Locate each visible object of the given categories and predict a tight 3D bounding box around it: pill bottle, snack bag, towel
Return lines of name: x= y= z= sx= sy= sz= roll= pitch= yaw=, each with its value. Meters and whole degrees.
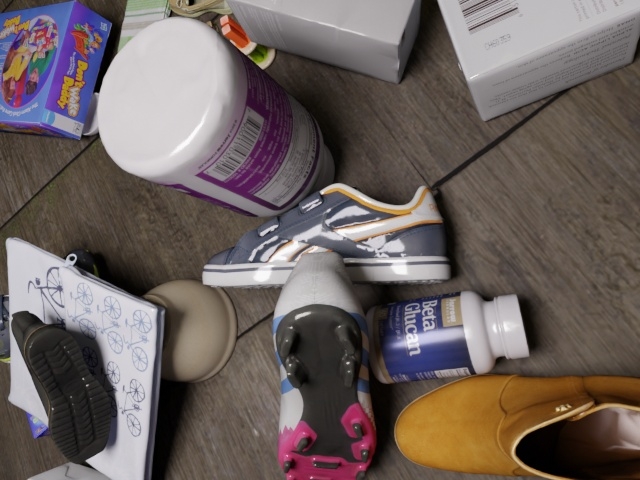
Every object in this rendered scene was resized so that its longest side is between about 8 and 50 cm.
pill bottle: x=-0.098 y=-0.121 z=0.615 sx=0.170 sy=0.302 sz=0.169 roll=-5 pitch=79 yaw=24
snack bag: x=-0.365 y=0.177 z=0.732 sx=0.343 sy=0.037 sz=0.322 roll=21 pitch=112 yaw=25
pill bottle: x=0.144 y=0.108 z=0.572 sx=0.170 sy=0.094 sz=0.094 roll=-13 pitch=75 yaw=21
towel: x=-0.325 y=-0.425 z=0.941 sx=0.113 sy=0.023 sz=0.151 roll=10 pitch=87 yaw=29

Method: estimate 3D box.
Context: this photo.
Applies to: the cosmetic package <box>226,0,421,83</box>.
cosmetic package: x=0.010 y=-0.304 z=0.664 sx=0.238 sy=0.127 sz=0.107 roll=17 pitch=88 yaw=8

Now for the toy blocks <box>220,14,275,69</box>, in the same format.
toy blocks: x=-0.116 y=-0.346 z=0.752 sx=0.054 sy=0.148 sz=0.123 roll=17 pitch=88 yaw=28

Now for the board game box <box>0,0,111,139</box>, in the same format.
board game box: x=-0.581 y=-0.333 z=0.993 sx=0.347 sy=0.078 sz=0.233 roll=12 pitch=86 yaw=33

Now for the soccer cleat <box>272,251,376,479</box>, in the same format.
soccer cleat: x=0.009 y=0.161 z=0.581 sx=0.116 sy=0.143 sz=0.331 roll=2 pitch=125 yaw=2

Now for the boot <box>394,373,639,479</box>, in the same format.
boot: x=0.184 y=0.180 z=0.475 sx=0.295 sy=0.211 sz=0.104 roll=-17 pitch=73 yaw=22

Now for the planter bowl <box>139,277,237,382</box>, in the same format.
planter bowl: x=-0.219 y=0.131 z=0.735 sx=0.162 sy=0.109 sz=0.161 roll=-5 pitch=79 yaw=24

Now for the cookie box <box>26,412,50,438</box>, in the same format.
cookie box: x=-0.468 y=0.269 z=0.866 sx=0.092 sy=0.040 sz=0.107 roll=-38 pitch=68 yaw=15

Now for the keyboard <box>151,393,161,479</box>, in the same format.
keyboard: x=-0.295 y=0.309 z=0.788 sx=0.108 sy=0.023 sz=0.180 roll=-10 pitch=76 yaw=18

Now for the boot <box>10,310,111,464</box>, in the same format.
boot: x=-0.356 y=0.190 z=0.681 sx=0.137 sy=0.077 sz=0.197 roll=11 pitch=113 yaw=45

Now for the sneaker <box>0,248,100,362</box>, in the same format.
sneaker: x=-0.501 y=0.121 z=0.864 sx=0.300 sy=0.121 sz=0.111 roll=-41 pitch=66 yaw=13

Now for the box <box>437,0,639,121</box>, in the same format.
box: x=0.241 y=-0.269 z=0.582 sx=0.182 sy=0.119 sz=0.180 roll=-19 pitch=73 yaw=21

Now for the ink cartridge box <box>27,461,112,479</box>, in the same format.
ink cartridge box: x=-0.369 y=0.473 z=0.748 sx=0.134 sy=0.078 sz=0.230 roll=2 pitch=89 yaw=26

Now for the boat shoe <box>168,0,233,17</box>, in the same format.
boat shoe: x=-0.210 y=-0.423 z=0.867 sx=0.153 sy=0.048 sz=0.056 roll=17 pitch=88 yaw=27

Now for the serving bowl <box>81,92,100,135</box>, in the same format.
serving bowl: x=-0.429 y=-0.237 z=0.949 sx=0.084 sy=0.027 sz=0.083 roll=-5 pitch=79 yaw=26

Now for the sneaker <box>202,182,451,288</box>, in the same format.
sneaker: x=0.000 y=0.000 z=0.648 sx=0.322 sy=0.126 sz=0.127 roll=-4 pitch=83 yaw=14

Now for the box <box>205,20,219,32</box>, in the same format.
box: x=-0.251 y=-0.267 z=0.873 sx=0.201 sy=0.021 sz=0.164 roll=-22 pitch=72 yaw=20
